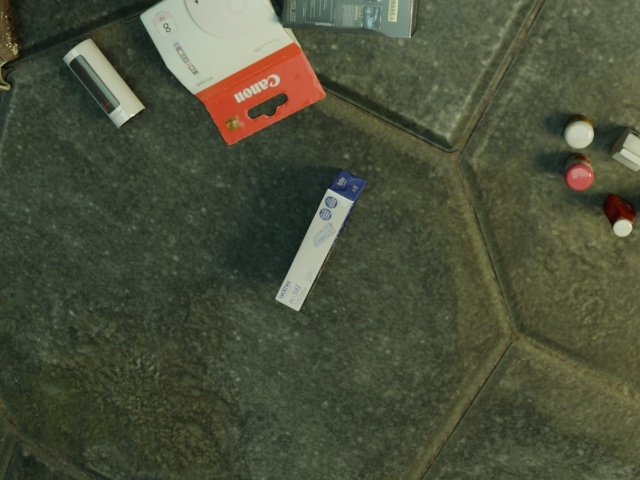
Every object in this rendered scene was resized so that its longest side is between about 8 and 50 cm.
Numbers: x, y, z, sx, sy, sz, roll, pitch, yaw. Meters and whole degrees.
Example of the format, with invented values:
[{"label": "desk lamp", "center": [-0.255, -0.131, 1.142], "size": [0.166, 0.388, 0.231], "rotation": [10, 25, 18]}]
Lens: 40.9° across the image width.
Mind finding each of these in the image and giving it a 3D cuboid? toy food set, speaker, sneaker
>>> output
[{"label": "toy food set", "center": [0.421, -0.073, 1.160], "size": [0.232, 0.104, 0.111], "rotation": [32, 117, 1]}, {"label": "speaker", "center": [-0.333, -0.242, 1.328], "size": [0.055, 0.055, 0.136], "rotation": [-32, 101, 25]}, {"label": "sneaker", "center": [-0.503, -0.322, 1.347], "size": [0.071, 0.066, 0.188], "rotation": [21, 123, -12]}]

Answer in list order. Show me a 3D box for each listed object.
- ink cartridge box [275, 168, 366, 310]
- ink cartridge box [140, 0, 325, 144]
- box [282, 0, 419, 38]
[{"label": "ink cartridge box", "center": [0.000, 0.000, 1.312], "size": [0.046, 0.097, 0.207], "rotation": [27, 116, 3]}, {"label": "ink cartridge box", "center": [-0.128, -0.273, 1.259], "size": [0.189, 0.066, 0.232], "rotation": [-23, 100, 23]}, {"label": "box", "center": [0.046, -0.397, 1.154], "size": [0.184, 0.059, 0.232], "rotation": [7, 113, 13]}]
